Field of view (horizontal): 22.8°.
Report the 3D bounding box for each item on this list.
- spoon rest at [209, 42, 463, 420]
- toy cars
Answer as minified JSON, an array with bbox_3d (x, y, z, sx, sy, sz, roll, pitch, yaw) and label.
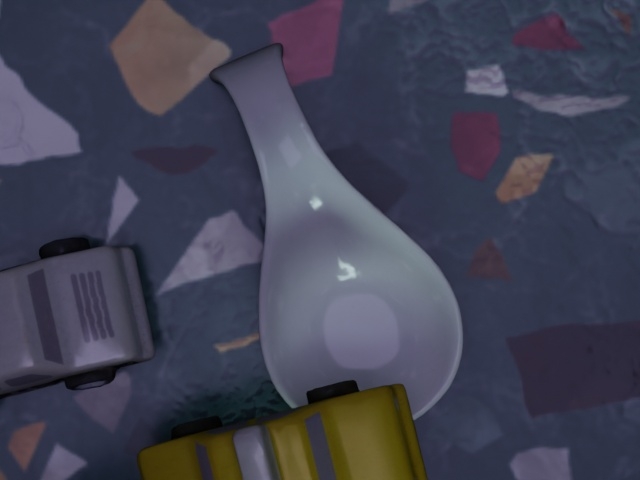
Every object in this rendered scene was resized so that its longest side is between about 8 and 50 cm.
[{"bbox_3d":[0.000,0.000,1.072,0.137,0.084,0.276,-24,91,-1],"label":"spoon rest"},{"bbox_3d":[-0.121,0.104,1.028,0.393,0.087,0.176,26,87,13],"label":"toy cars"}]
